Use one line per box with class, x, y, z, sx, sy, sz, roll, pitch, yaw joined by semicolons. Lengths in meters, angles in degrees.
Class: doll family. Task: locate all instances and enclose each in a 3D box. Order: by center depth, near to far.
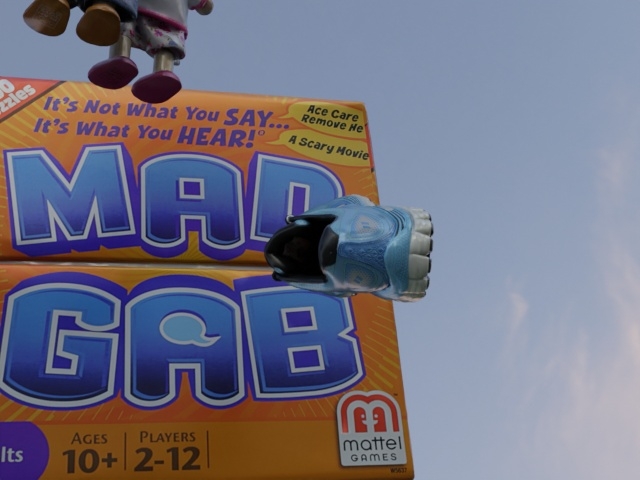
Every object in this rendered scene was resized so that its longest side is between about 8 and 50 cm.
doll family;-0.160;-0.200;0.548;0.263;0.163;0.118;15;-29;-29

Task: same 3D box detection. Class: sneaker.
sneaker;0.000;0.000;0.538;0.073;0.162;0.063;6;-94;-21

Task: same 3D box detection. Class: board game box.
board game box;-0.154;0.101;0.905;0.356;0.356;0.356;2;-27;-15
